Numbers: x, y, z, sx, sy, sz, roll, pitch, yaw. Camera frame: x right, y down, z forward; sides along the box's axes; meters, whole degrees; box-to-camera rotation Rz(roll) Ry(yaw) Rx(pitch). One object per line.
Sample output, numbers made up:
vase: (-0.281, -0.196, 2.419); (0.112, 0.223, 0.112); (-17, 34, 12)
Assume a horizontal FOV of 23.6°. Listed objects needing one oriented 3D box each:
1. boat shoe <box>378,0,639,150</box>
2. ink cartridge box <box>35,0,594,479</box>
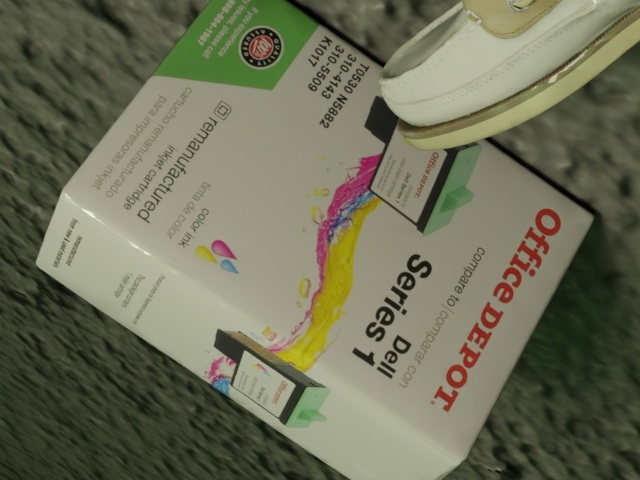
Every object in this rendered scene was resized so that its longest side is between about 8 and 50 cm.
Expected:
boat shoe: (0.120, -0.141, 0.722); (0.103, 0.113, 0.302); (44, 139, -16)
ink cartridge box: (0.000, 0.000, 0.946); (0.278, 0.201, 0.117); (34, 151, -2)
